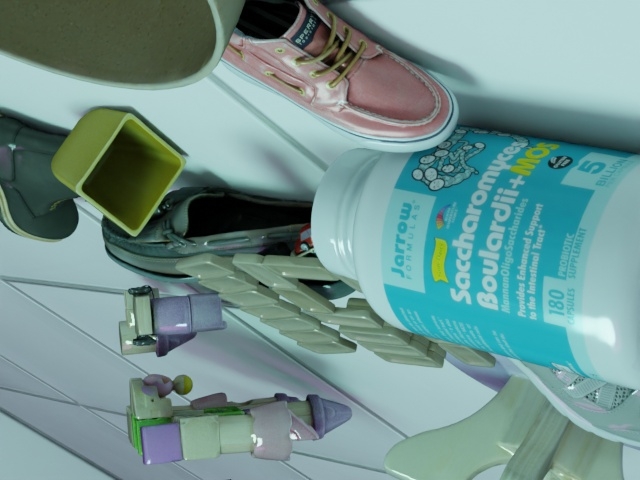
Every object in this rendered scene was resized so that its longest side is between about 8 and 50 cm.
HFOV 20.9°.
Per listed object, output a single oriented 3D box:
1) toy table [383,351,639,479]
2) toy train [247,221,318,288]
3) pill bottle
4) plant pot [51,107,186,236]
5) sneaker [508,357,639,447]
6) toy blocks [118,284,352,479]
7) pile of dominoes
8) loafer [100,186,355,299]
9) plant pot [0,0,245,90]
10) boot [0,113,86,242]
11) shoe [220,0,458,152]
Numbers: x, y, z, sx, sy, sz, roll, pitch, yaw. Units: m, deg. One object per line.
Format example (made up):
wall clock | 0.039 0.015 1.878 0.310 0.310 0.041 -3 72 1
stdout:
toy table | 0.206 0.189 1.554 0.274 0.161 0.252 19 161 26
toy train | 0.000 0.000 1.412 0.158 0.027 0.036 -26 96 33
pill bottle | 0.123 0.003 1.141 0.264 0.146 0.146 12 158 37
plant pot | -0.185 -0.066 1.502 0.083 0.081 0.081 23 166 47
sneaker | 0.199 0.071 1.304 0.281 0.105 0.115 28 163 -5
toy blocks | -0.084 0.195 1.980 0.260 0.309 0.288 -5 180 -10
pile of dominoes | 0.015 0.044 1.395 0.196 0.040 0.251 4 160 34
loafer | -0.081 -0.015 1.514 0.267 0.096 0.084 8 138 28
plant pot | -0.129 -0.222 0.761 0.284 0.191 0.284 24 163 8
boot | -0.245 -0.045 1.665 0.137 0.077 0.198 12 160 25
shoe | 0.002 -0.115 1.106 0.178 0.063 0.081 25 169 17
